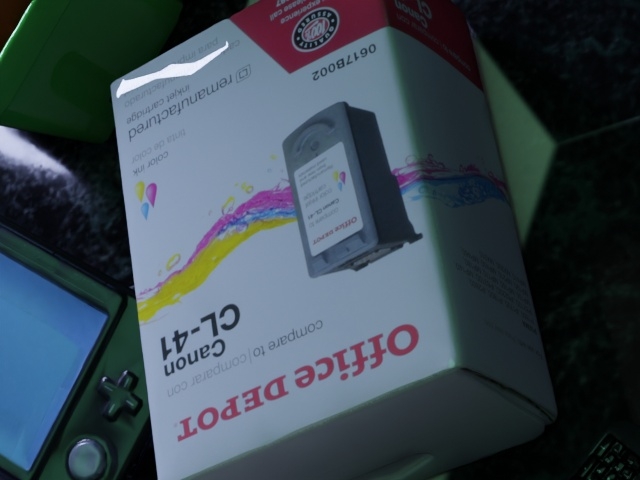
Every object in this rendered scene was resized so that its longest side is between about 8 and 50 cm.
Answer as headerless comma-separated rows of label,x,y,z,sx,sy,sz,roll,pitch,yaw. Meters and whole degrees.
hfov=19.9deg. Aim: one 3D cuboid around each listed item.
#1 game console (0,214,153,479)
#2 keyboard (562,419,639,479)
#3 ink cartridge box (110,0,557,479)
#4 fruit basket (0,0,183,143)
game console,-0.279,0.100,1.234,0.293,0.173,0.250,28,92,21
keyboard,0.197,0.182,0.996,0.192,0.038,0.100,39,95,40
ink cartridge box,0.000,0.000,1.156,0.226,0.131,0.306,-25,56,25
fruit basket,-0.303,-0.271,1.339,0.392,0.392,0.283,31,90,40
